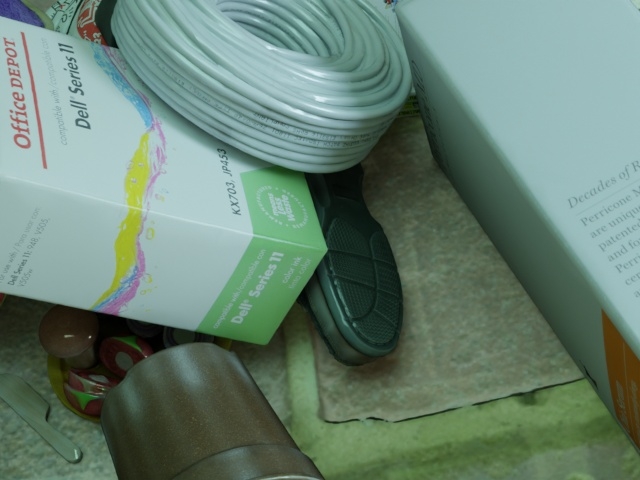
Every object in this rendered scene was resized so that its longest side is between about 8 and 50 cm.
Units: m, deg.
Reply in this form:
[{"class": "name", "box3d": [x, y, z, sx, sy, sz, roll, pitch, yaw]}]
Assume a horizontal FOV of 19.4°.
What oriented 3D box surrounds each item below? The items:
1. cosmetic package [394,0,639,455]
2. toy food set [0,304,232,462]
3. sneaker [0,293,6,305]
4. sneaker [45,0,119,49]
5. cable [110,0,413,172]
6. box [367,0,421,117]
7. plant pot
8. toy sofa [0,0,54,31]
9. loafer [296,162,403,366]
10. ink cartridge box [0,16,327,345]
[{"class": "cosmetic package", "box3d": [0.244, -0.004, 1.434, 0.161, 0.230, 0.453, -29, 58, -5]}, {"class": "toy food set", "box3d": [-0.170, 0.079, 1.565, 0.218, 0.071, 0.128, -37, 60, -10]}, {"class": "sneaker", "box3d": [-0.283, -0.018, 1.593, 0.081, 0.094, 0.208, 5, 88, -21]}, {"class": "sneaker", "box3d": [-0.216, -0.097, 1.678, 0.145, 0.090, 0.270, 8, 84, 53]}, {"class": "cable", "box3d": [-0.049, -0.161, 1.550, 0.257, 0.089, 0.257, 22, 32, -15]}, {"class": "box", "box3d": [0.036, -0.203, 1.707, 0.114, 0.036, 0.207, -7, 59, 8]}, {"class": "plant pot", "box3d": [-0.086, 0.179, 1.447, 0.167, 0.167, 0.165, -27, 50, -4]}, {"class": "toy sofa", "box3d": [-0.411, -0.228, 1.706, 0.362, 0.150, 0.177, 50, 120, 31]}, {"class": "loafer", "box3d": [0.000, 0.000, 1.580, 0.084, 0.096, 0.267, -39, 48, 33]}, {"class": "ink cartridge box", "box3d": [-0.190, -0.056, 1.481, 0.354, 0.119, 0.207, 13, 39, -28]}]
